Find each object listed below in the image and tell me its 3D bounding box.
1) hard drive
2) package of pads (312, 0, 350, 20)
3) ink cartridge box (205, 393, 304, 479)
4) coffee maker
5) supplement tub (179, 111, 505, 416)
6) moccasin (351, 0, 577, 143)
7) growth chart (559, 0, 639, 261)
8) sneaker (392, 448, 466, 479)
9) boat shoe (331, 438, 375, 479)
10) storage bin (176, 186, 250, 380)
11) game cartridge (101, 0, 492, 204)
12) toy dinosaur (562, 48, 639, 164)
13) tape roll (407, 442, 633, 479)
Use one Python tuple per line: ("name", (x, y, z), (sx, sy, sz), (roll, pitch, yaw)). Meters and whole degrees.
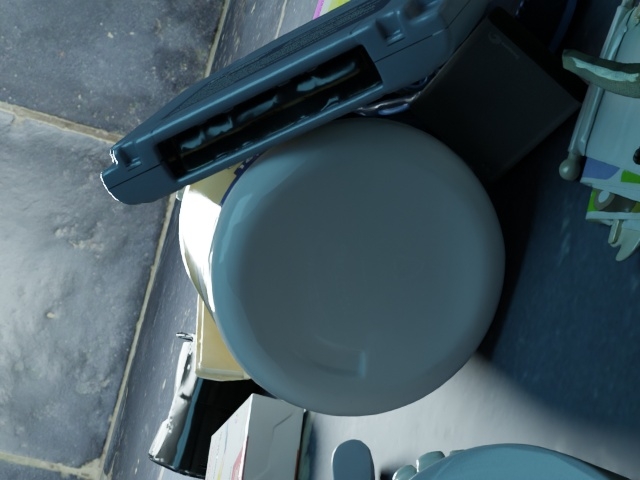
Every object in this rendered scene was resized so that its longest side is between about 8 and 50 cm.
("hard drive", (0.134, -0.108, 0.865), (0.022, 0.094, 0.135), (-48, 0, -31))
("package of pads", (0.054, -0.237, 1.264), (0.229, 0.101, 0.297), (-139, 64, -75))
("ink cartridge box", (-0.087, 0.268, 1.314), (0.198, 0.067, 0.115), (128, 153, -55))
("coffee maker", (-0.143, 0.218, 1.469), (0.171, 0.120, 0.178), (167, 118, -72))
("supplement tub", (0.000, 0.000, 0.967), (0.316, 0.228, 0.228), (-143, 70, -74))
("moccasin", (0.097, -0.154, 0.990), (0.342, 0.116, 0.138), (136, 147, -59))
("growth chart", (0.208, -0.072, 0.692), (0.237, 0.021, 0.172), (-120, 48, -70))
("sneaker", (0.045, 0.298, 0.690), (0.147, 0.129, 0.330), (-117, 45, -72))
("boat shoe", (0.031, 0.243, 0.974), (0.040, 0.049, 0.142), (69, -159, -55))
("storage bin", (-0.101, -0.007, 1.378), (0.260, 0.123, 0.262), (-95, 4, -54))
("game cartridge", (-0.010, -0.128, 0.859), (0.297, 0.062, 0.198), (-22, 13, 29))
("toy dinosaur", (0.215, -0.087, 0.565), (0.268, 0.064, 0.118), (-21, 47, 55))
("tape roll", (0.098, 0.211, 0.534), (0.219, 0.072, 0.219), (-24, 55, 39))
